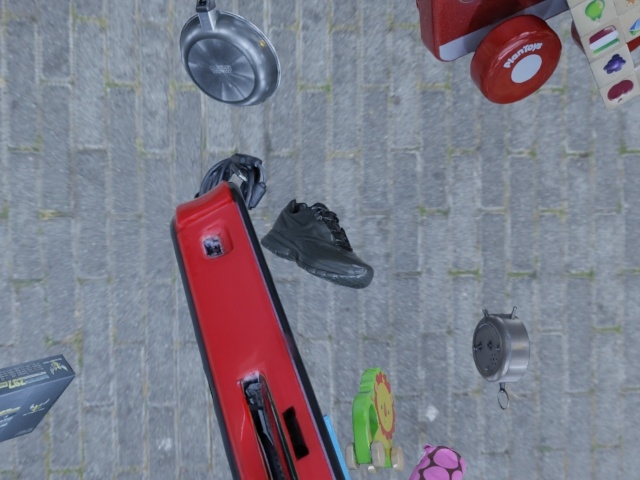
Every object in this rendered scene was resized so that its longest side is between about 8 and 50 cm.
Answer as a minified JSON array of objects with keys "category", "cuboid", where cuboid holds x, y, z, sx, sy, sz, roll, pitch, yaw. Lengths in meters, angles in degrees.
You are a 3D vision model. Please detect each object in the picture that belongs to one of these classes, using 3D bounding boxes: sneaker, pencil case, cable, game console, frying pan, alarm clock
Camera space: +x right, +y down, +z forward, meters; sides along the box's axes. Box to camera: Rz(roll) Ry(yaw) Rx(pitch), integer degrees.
[{"category":"sneaker","cuboid":[0.000,0.000,1.668,0.109,0.286,0.130,24,92,-47]},{"category":"pencil case","cuboid":[0.208,0.490,1.744,0.098,0.209,0.095,47,123,1]},{"category":"cable","cuboid":[-0.126,-0.046,1.176,0.047,0.184,0.150,22,90,-25]},{"category":"game console","cuboid":[-0.001,0.178,0.608,0.060,0.386,0.342,-21,135,-2]},{"category":"frying pan","cuboid":[-0.158,-0.354,1.513,0.197,0.326,0.053,20,50,10]},{"category":"alarm clock","cuboid":[0.335,0.222,1.663,0.064,0.129,0.192,-2,82,-21]}]

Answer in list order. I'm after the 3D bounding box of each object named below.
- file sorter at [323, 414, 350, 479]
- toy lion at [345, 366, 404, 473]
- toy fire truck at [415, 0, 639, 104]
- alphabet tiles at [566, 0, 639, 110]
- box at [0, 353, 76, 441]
[{"category":"file sorter","cuboid":[-0.034,0.377,1.421,0.118,0.104,0.170,-24,100,-32]},{"category":"toy lion","cuboid":[0.050,0.164,0.818,0.034,0.100,0.096,-10,71,18]},{"category":"toy fire truck","cuboid":[0.235,-0.310,0.943,0.302,0.254,0.169,-24,56,-6]},{"category":"alphabet tiles","cuboid":[0.358,-0.243,0.843,0.237,0.009,0.198,-29,139,12]},{"category":"box","cuboid":[-0.577,0.299,1.587,0.059,0.233,0.183,49,116,18]}]
